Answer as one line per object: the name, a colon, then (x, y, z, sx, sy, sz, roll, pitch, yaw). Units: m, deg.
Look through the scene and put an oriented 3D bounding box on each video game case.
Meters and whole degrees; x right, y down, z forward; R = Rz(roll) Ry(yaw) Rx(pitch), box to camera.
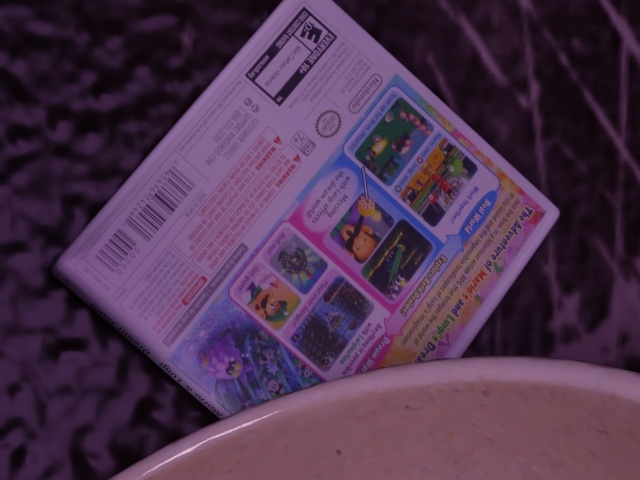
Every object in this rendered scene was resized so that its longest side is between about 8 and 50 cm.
video game case: (0.000, 0.000, 0.559, 0.143, 0.019, 0.157, 42, 67, -9)

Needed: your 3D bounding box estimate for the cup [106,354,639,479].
cup: (0.034, 0.230, 0.394, 0.331, 0.331, 0.237, -44, 124, -22)
